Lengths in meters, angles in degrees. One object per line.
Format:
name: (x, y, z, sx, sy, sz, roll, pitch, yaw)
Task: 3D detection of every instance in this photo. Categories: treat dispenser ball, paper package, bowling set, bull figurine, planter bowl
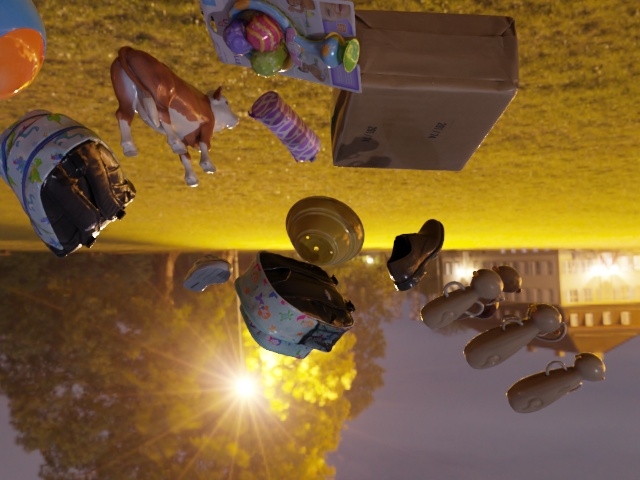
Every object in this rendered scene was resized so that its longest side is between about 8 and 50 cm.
treat dispenser ball: (-0.748, -0.442, 1.268, 0.287, 0.289, 0.288, -3, 179, 0)
paper package: (0.180, -0.281, 1.159, 0.309, 0.168, 0.325, 2, 162, -4)
bowling set: (0.291, 0.107, 0.925, 0.154, 0.287, 0.200, -37, -157, 26)
bull figurine: (-0.240, -0.208, 1.007, 0.101, 0.189, 0.310, -17, 165, 21)
planter bowl: (0.000, 0.000, 1.517, 0.217, 0.217, 0.090, -3, -146, 20)

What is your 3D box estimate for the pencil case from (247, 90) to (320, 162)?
pencil case: (-0.083, -0.278, 1.461, 0.088, 0.086, 0.206, -30, 136, 17)

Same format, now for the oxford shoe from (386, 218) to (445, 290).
oxford shoe: (0.224, 0.009, 1.377, 0.082, 0.096, 0.227, -17, -155, 44)

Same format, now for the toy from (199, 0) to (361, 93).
toy: (-0.065, -0.260, 0.783, 0.237, 0.056, 0.137, 15, 147, 20)

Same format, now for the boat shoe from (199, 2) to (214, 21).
boat shoe: (-0.225, -0.730, 1.467, 0.127, 0.158, 0.340, 5, 144, -38)

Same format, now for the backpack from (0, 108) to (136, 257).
backpack: (-0.634, -0.154, 1.460, 0.290, 0.273, 0.355, -46, -179, -18)

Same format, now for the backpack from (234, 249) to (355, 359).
backpack: (-0.076, 0.142, 1.348, 0.191, 0.225, 0.253, -44, 139, 15)

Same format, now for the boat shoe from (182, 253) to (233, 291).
boat shoe: (-0.290, 0.069, 1.509, 0.083, 0.076, 0.226, 29, 150, -29)
